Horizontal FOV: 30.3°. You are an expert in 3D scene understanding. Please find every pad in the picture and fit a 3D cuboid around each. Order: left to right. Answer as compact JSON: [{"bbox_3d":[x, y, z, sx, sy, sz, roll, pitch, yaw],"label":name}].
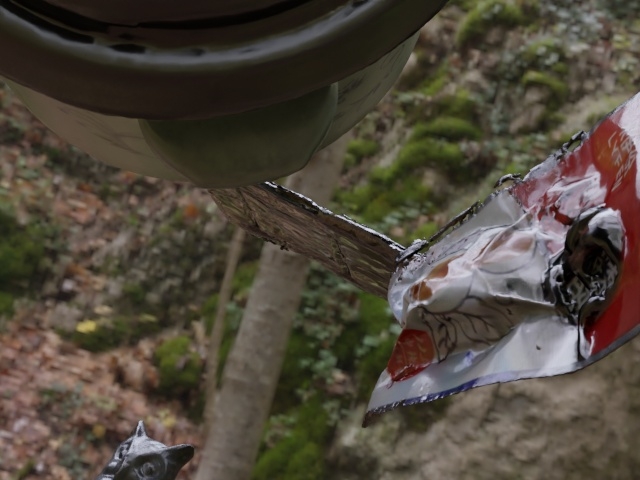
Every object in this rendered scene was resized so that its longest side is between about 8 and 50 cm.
[{"bbox_3d":[0.000,-0.001,0.955,0.233,0.022,0.174,27,-12,18],"label":"pad"}]

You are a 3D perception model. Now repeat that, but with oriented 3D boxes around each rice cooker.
[{"bbox_3d":[-0.056,-0.167,0.525,0.264,0.316,0.316,-9,-9,-4],"label":"rice cooker"}]

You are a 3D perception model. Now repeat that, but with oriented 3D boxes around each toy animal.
[{"bbox_3d":[-0.153,0.244,0.872,0.121,0.210,0.117,27,-18,32],"label":"toy animal"}]

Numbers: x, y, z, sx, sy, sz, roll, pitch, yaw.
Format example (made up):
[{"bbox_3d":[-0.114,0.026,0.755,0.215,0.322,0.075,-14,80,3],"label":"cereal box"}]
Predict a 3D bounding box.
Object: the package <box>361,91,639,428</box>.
[{"bbox_3d":[0.122,0.022,0.724,0.071,0.194,0.269,33,-47,-30],"label":"package"}]
